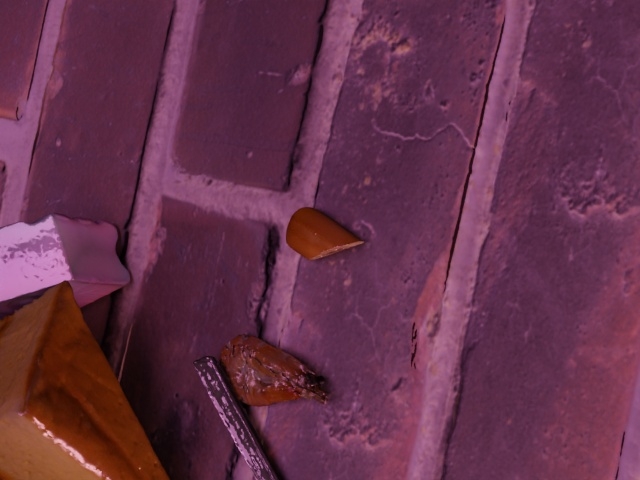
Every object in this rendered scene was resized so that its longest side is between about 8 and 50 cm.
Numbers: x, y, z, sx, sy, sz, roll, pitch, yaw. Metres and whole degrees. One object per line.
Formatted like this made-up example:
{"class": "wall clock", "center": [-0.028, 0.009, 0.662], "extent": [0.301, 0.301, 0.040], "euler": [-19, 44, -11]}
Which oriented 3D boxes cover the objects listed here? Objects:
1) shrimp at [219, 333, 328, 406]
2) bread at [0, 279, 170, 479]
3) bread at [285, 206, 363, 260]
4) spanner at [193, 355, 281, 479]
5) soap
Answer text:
{"class": "shrimp", "center": [-0.060, 0.177, 1.657], "extent": [0.184, 0.043, 0.091], "euler": [11, 97, 37]}
{"class": "bread", "center": [-0.327, 0.286, 1.722], "extent": [0.233, 0.361, 0.245], "euler": [-27, 32, 28]}
{"class": "bread", "center": [0.001, 0.001, 1.635], "extent": [0.103, 0.049, 0.062], "euler": [35, 102, 30]}
{"class": "spanner", "center": [-0.081, 0.292, 1.648], "extent": [0.093, 0.026, 0.325], "euler": [-36, 74, 20]}
{"class": "soap", "center": [-0.456, 0.069, 1.804], "extent": [0.324, 0.193, 0.109], "euler": [-24, 73, 26]}
